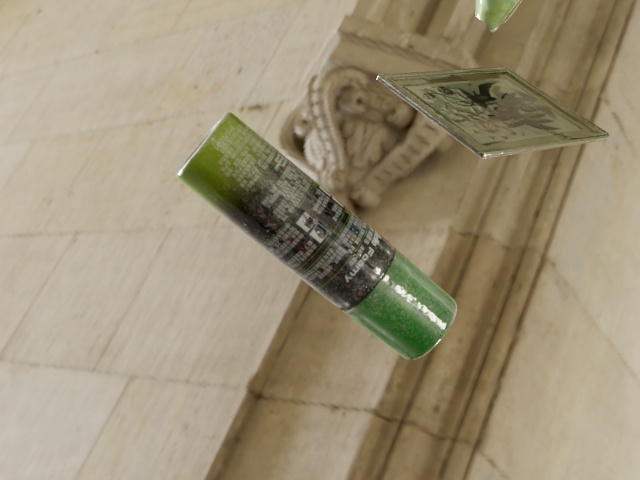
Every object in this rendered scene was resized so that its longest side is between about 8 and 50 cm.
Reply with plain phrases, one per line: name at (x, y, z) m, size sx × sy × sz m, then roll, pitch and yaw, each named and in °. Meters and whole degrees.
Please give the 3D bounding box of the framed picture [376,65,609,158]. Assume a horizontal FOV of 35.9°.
framed picture at (0.196, -0.148, 1.108) m, size 0.173 × 0.231 × 0.010 m, roll 42°, pitch -52°, yaw 33°

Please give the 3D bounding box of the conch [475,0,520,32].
conch at (0.299, -0.455, 1.474) m, size 0.137 × 0.143 × 0.250 m, roll -10°, pitch -44°, yaw -22°

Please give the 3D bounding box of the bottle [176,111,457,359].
bottle at (0.000, 0.000, 1.066) m, size 0.330 × 0.093 × 0.093 m, roll 39°, pitch -29°, yaw -11°
